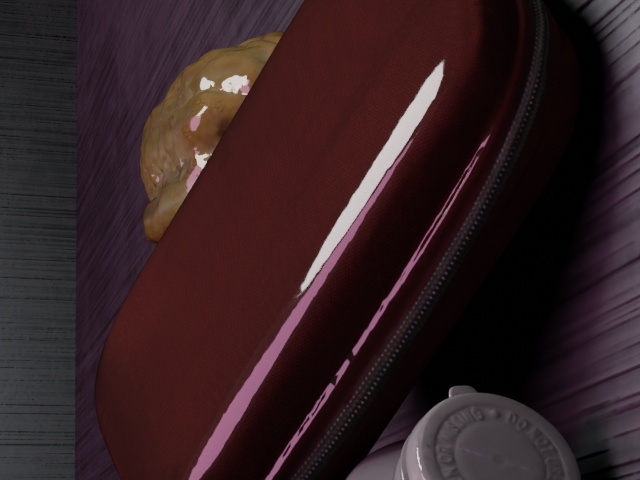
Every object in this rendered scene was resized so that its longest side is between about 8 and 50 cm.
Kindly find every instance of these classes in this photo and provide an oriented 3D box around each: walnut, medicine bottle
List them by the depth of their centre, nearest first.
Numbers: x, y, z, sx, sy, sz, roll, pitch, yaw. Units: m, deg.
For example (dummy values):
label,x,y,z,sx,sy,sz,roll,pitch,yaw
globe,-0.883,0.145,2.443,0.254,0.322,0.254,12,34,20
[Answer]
label,x,y,z,sx,sy,sz,roll,pitch,yaw
medicine bottle,0.064,0.184,0.795,0.215,0.135,0.135,111,155,-44
walnut,-0.047,-0.053,1.101,0.245,0.198,0.198,-33,56,57

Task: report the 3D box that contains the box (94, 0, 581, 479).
label,x,y,z,sx,sy,sz,roll,pitch,yaw
box,0.000,0.000,0.876,0.404,0.108,0.263,-57,30,12
